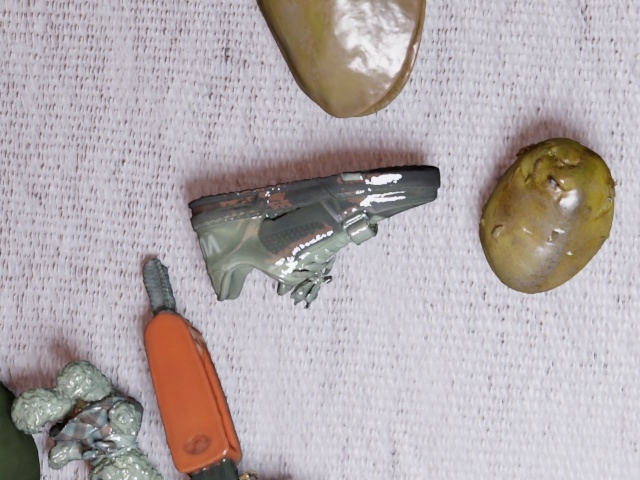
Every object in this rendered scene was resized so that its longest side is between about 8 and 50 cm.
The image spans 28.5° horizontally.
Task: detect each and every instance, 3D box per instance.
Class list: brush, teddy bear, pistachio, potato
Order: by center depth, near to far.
[{"bbox_3d":[0.251,-0.029,1.386,0.137,0.137,0.176,38,114,8],"label":"potato"},{"bbox_3d":[0.030,-0.273,1.410,0.212,0.163,0.260,-29,85,39],"label":"pistachio"},{"bbox_3d":[-0.149,0.163,1.436,0.070,0.051,0.323,-23,66,11],"label":"brush"},{"bbox_3d":[-0.254,0.230,1.464,0.133,0.111,0.213,-26,106,24],"label":"teddy bear"}]

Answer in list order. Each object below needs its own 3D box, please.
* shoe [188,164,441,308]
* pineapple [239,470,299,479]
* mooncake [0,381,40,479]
[{"bbox_3d":[0.000,0.001,1.431,0.293,0.109,0.149,-8,90,11],"label":"shoe"},{"bbox_3d":[-0.082,0.359,1.402,0.236,0.114,0.186,-15,58,7],"label":"pineapple"},{"bbox_3d":[-0.513,0.285,1.445,0.356,0.194,0.356,-1,86,8],"label":"mooncake"}]
